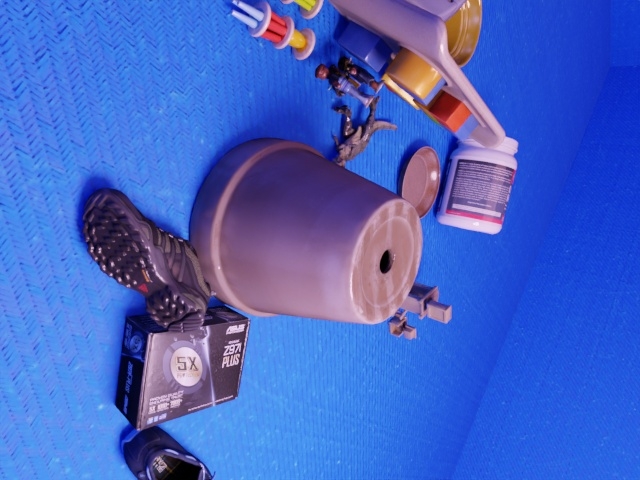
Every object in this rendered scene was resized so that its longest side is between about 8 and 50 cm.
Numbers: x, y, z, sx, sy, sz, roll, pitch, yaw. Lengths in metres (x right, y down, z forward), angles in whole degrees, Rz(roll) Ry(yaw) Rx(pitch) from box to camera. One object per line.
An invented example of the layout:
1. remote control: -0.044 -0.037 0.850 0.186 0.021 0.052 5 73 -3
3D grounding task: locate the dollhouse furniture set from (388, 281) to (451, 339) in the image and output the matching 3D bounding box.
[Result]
1. dollhouse furniture set: 0.295 0.210 1.153 0.101 0.182 0.160 -31 124 -39

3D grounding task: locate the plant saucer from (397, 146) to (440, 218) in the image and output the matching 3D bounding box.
1. plant saucer: 0.263 -0.156 1.107 0.199 0.036 0.198 -18 115 -44

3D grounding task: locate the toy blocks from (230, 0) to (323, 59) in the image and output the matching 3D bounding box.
1. toy blocks: -0.069 -0.373 0.642 0.148 0.054 0.123 3 101 -49

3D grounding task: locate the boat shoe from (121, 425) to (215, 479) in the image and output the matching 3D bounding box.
1. boat shoe: -0.244 0.411 0.682 0.109 0.089 0.258 -49 134 -26

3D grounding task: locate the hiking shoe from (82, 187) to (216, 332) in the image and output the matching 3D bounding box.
1. hiking shoe: -0.236 0.022 0.578 0.226 0.086 0.114 61 13 -20

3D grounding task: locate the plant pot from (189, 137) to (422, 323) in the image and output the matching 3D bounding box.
1. plant pot: 0.000 0.000 0.675 0.323 0.281 0.322 -18 115 -45

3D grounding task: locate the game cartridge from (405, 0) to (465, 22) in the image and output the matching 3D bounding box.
1. game cartridge: 0.233 -0.568 0.832 0.198 0.062 0.297 36 71 -7

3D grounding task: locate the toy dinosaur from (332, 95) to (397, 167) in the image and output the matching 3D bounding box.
1. toy dinosaur: 0.085 -0.237 0.864 0.268 0.064 0.118 -43 137 -35

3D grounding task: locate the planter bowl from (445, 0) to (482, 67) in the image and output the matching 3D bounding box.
1. planter bowl: 0.300 -0.530 0.979 0.217 0.090 0.217 -18 116 -43

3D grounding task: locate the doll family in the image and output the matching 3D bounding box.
1. doll family: 0.055 -0.299 0.757 0.076 0.111 0.193 -53 -174 15

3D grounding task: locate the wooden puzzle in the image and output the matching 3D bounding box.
1. wooden puzzle: 0.162 -0.310 0.757 0.080 0.322 0.348 -48 143 14

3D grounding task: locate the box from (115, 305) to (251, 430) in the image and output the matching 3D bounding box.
1. box: -0.214 0.192 0.651 0.180 0.078 0.147 3 99 -49

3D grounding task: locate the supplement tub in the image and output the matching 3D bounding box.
1. supplement tub: 0.467 -0.166 1.215 0.191 0.191 0.272 5 99 -49
